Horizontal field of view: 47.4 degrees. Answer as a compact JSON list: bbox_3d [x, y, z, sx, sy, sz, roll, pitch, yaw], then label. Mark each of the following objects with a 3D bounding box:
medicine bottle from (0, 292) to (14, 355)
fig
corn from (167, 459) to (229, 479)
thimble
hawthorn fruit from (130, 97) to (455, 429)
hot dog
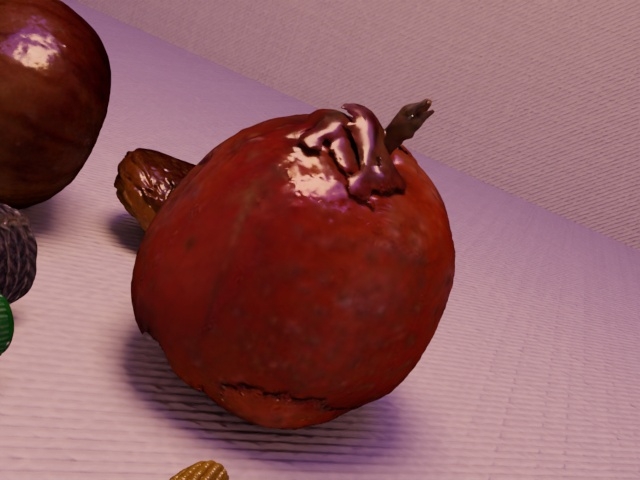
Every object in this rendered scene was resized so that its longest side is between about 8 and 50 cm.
[{"bbox_3d":[-0.324,0.066,0.406,0.111,0.076,0.309,34,20,30],"label":"medicine bottle"},{"bbox_3d":[-0.330,-0.149,0.769,0.214,0.235,0.235,16,18,-5],"label":"fig"},{"bbox_3d":[-0.088,0.166,0.454,0.037,0.037,0.092,27,16,16],"label":"corn"},{"bbox_3d":[-0.287,0.014,0.585,0.104,0.095,0.066,-12,3,10],"label":"thimble"},{"bbox_3d":[0.000,0.000,0.626,0.276,0.307,0.276,30,22,-14],"label":"hawthorn fruit"},{"bbox_3d":[-0.140,-0.035,0.883,0.227,0.099,0.160,17,18,-20],"label":"hot dog"}]
